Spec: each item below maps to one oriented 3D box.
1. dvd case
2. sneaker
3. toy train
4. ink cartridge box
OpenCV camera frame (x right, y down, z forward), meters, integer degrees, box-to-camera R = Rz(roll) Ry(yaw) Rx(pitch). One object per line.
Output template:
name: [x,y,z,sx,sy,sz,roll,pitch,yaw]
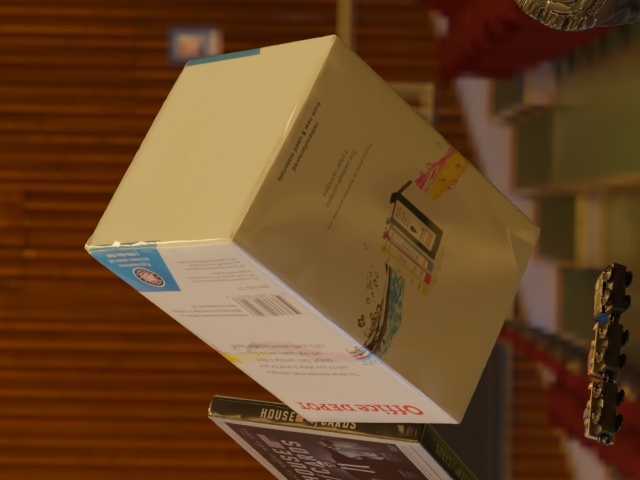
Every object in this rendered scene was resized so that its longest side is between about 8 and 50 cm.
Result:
dvd case: [0.029,0.212,1.956,0.179,0.239,0.029,49,-128,-51]
sneaker: [0.192,-0.262,1.819,0.286,0.130,0.109,39,114,37]
toy train: [0.221,0.090,1.526,0.036,0.027,0.158,131,153,-54]
ink cartridge box: [0.000,0.000,1.359,0.171,0.233,0.168,-4,53,50]
